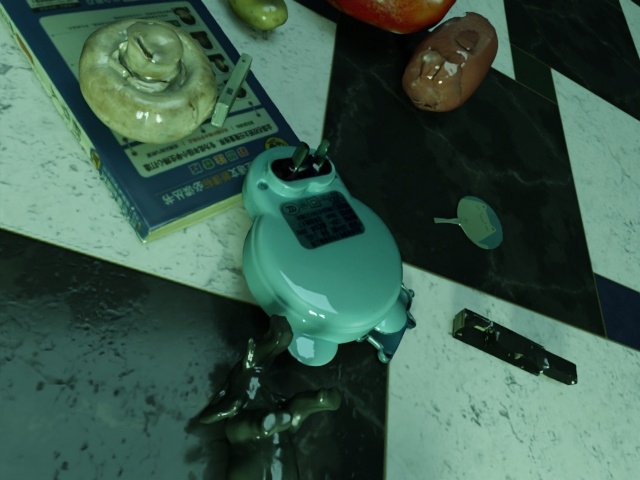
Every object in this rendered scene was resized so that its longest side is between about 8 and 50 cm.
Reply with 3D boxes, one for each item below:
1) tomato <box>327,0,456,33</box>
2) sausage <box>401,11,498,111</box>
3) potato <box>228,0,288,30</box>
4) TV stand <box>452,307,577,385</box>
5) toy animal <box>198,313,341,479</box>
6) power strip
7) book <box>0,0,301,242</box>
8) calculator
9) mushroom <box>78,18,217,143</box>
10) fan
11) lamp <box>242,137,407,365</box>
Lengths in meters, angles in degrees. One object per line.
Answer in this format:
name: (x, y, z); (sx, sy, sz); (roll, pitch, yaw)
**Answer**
tomato: (0.135, -0.575, 0.996); (0.324, 0.293, 0.290); (0, 33, -25)
sausage: (0.265, -0.360, 1.036); (0.152, 0.152, 0.280); (42, 51, -4)
potato: (-0.116, -0.421, 0.896); (0.091, 0.070, 0.138); (-28, 82, -40)
TV stand: (0.319, 0.178, 0.836); (0.249, 0.042, 0.036); (26, 51, -16)
toy animal: (-0.058, 0.203, 0.533); (0.114, 0.146, 0.245); (22, 56, -26)
power strip: (-0.125, -0.222, 0.739); (0.019, 0.051, 0.136); (23, 54, -10)
book: (-0.230, -0.230, 0.740); (0.300, 0.039, 0.428); (-28, 80, -38)
calculator: (0.099, 0.110, 0.759); (0.094, 0.019, 0.141); (40, 50, -6)
mushroom: (-0.206, -0.199, 0.632); (0.166, 0.127, 0.166); (11, 67, -27)
fan: (0.274, -0.035, 0.952); (0.175, 0.005, 0.113); (1, 64, -32)
lamp: (-0.006, 0.005, 0.669); (0.209, 0.147, 0.284); (-15, 86, -37)
